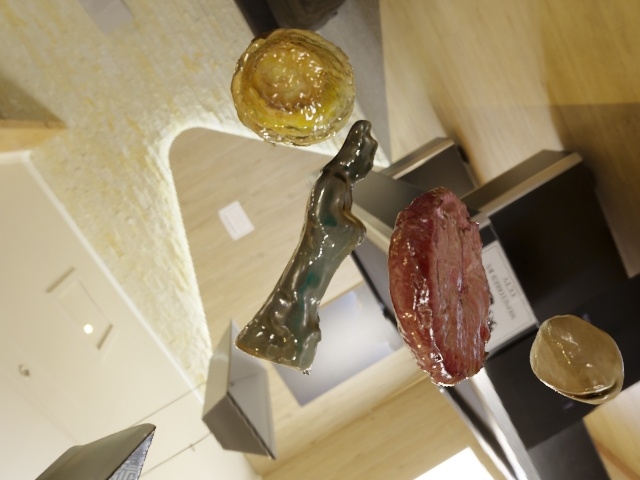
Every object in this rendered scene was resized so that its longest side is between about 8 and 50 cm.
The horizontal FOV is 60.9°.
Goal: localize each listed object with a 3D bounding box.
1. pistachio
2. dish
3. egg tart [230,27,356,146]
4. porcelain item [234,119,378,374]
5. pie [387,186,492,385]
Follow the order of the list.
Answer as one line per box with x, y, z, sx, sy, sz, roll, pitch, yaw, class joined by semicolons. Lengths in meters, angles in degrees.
0.392;0.181;0.834;0.108;0.126;0.185;60;-177;-12;pistachio
-0.285;0.320;0.591;0.080;0.243;0.182;27;-159;7;dish
-0.027;-0.156;0.535;0.128;0.129;0.049;60;176;4;egg tart
0.000;0.000;0.464;0.069;0.215;0.081;21;176;7;porcelain item
0.093;0.036;0.403;0.154;0.036;0.154;18;-112;-55;pie
